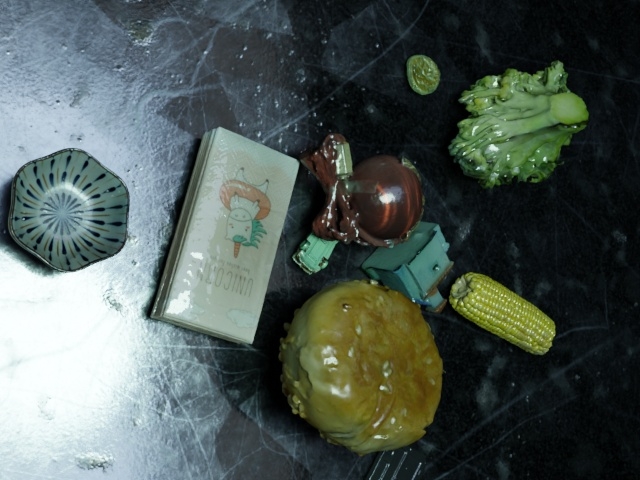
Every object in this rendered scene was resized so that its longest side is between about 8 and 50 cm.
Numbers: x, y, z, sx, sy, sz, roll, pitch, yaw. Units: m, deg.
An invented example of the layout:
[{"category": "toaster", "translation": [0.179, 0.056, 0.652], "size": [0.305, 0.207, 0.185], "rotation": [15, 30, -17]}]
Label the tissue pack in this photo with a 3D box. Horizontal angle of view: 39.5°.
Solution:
[{"category": "tissue pack", "translation": [-0.152, -0.006, 1.472], "size": [0.170, 0.071, 0.325], "rotation": [23, 73, -29]}]

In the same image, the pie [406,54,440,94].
[{"category": "pie", "translation": [0.200, -0.323, 1.744], "size": [0.084, 0.021, 0.084], "rotation": [7, 76, -30]}]

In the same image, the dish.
[{"category": "dish", "translation": [-0.384, -0.041, 1.346], "size": [0.191, 0.066, 0.190], "rotation": [5, 80, -32]}]

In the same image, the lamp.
[{"category": "lamp", "translation": [0.090, -0.088, 1.556], "size": [0.223, 0.151, 0.215], "rotation": [-10, 91, -48]}]

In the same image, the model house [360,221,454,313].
[{"category": "model house", "translation": [0.179, 0.064, 1.640], "size": [0.148, 0.119, 0.148], "rotation": [-44, 115, -28]}]

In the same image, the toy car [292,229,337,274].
[{"category": "toy car", "translation": [0.000, 0.000, 1.580], "size": [0.059, 0.035, 0.122], "rotation": [44, 54, -18]}]

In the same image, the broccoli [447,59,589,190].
[{"category": "broccoli", "translation": [0.395, -0.233, 1.718], "size": [0.248, 0.245, 0.288], "rotation": [29, 65, -14]}]

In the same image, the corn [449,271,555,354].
[{"category": "corn", "translation": [0.356, 0.141, 1.736], "size": [0.244, 0.093, 0.093], "rotation": [30, 70, -28]}]

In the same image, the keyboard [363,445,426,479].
[{"category": "keyboard", "translation": [0.102, 0.478, 1.589], "size": [0.106, 0.016, 0.262], "rotation": [40, 66, -20]}]

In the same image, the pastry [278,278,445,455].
[{"category": "pastry", "translation": [0.059, 0.213, 1.500], "size": [0.316, 0.184, 0.284], "rotation": [27, 62, -36]}]
